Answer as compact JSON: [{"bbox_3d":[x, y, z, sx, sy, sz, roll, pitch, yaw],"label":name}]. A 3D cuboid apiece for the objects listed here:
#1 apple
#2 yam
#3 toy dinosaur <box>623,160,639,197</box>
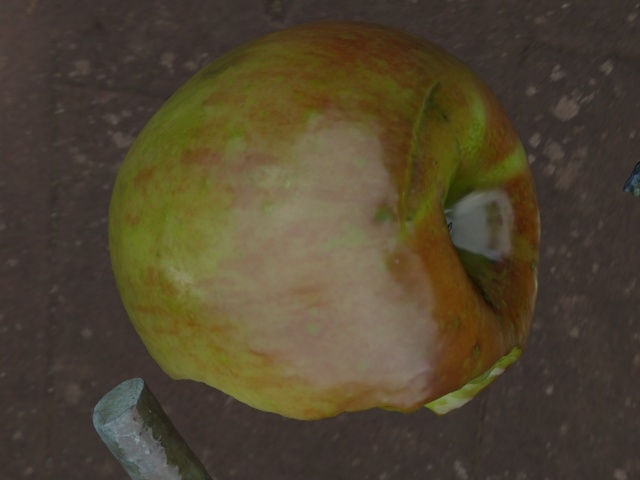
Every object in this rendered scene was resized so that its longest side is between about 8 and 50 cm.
[{"bbox_3d":[0.000,0.000,0.765,0.226,0.246,0.246,-6,102,33],"label":"apple"},{"bbox_3d":[-0.161,0.218,1.323,0.068,0.068,0.169,-20,115,21],"label":"yam"},{"bbox_3d":[0.336,0.021,0.788,0.363,0.076,0.147,2,94,46],"label":"toy dinosaur"}]
